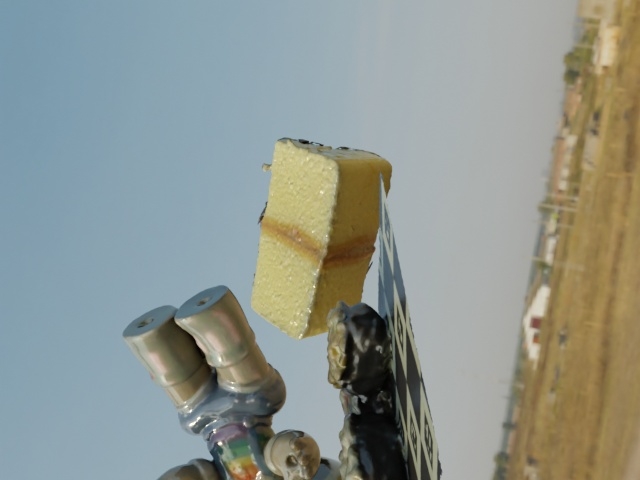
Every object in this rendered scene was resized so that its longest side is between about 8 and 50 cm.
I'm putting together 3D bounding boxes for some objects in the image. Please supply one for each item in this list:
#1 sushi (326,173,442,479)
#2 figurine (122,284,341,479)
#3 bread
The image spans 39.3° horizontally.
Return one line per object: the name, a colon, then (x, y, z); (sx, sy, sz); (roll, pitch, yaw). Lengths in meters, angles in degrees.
sushi: (0.030, 0.120, 0.576); (0.280, 0.043, 0.193); (86, 177, -51)
figurine: (-0.030, 0.212, 0.795); (0.205, 0.224, 0.382); (-81, -16, -71)
bread: (0.000, 0.000, 1.261); (0.142, 0.178, 0.266); (-118, 36, -71)
